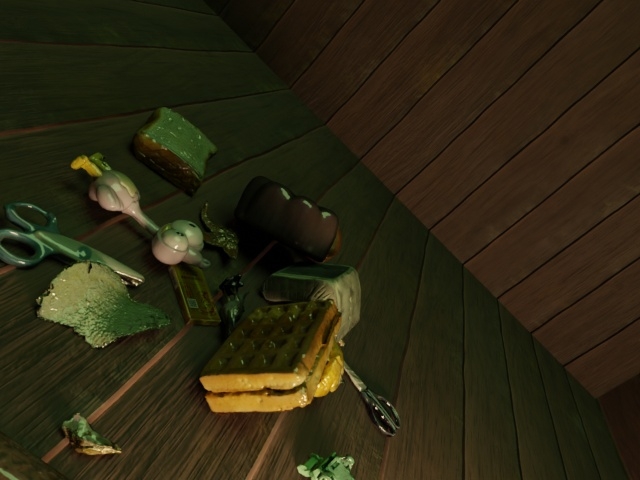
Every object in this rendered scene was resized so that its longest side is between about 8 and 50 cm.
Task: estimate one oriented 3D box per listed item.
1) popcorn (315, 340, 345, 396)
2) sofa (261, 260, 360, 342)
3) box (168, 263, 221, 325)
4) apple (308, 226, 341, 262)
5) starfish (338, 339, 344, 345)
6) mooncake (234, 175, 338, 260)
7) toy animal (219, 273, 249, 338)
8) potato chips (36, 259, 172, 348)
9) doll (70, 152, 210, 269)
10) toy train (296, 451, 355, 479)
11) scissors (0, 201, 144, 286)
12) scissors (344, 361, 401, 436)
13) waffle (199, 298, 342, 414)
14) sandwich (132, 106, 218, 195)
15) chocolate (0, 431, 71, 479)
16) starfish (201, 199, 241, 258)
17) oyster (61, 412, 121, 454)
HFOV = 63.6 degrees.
[{"bbox_3d":[-0.008,0.293,1.218,0.152,0.149,0.167,17,4,8],"label":"popcorn"},{"bbox_3d":[-0.020,0.163,1.418,0.210,0.225,0.176,-27,118,-66],"label":"sofa"},{"bbox_3d":[-0.287,0.123,1.173,0.089,0.022,0.156,12,41,-50],"label":"box"},{"bbox_3d":[0.000,0.000,1.692,0.146,0.146,0.131,11,54,-53],"label":"apple"},{"bbox_3d":[0.011,0.238,1.432,0.150,0.053,0.209,41,27,7],"label":"starfish"},{"bbox_3d":[-0.091,-0.061,1.495,0.306,0.154,0.306,26,-1,1],"label":"mooncake"},{"bbox_3d":[-0.202,0.161,1.201,0.202,0.070,0.105,-95,166,-54],"label":"toy animal"},{"bbox_3d":[-0.390,0.124,0.960,0.228,0.059,0.167,41,31,-24],"label":"potato chips"},{"bbox_3d":[-0.398,-0.054,1.173,0.365,0.094,0.160,39,10,-8],"label":"doll"},{"bbox_3d":[0.031,0.499,1.046,0.149,0.081,0.099,57,25,11],"label":"toy train"},{"bbox_3d":[-0.472,0.027,0.995,0.289,0.041,0.138,30,40,-34],"label":"scissors"},{"bbox_3d":[0.108,0.394,1.396,0.300,0.022,0.109,49,27,12],"label":"scissors"},{"bbox_3d":[-0.090,0.229,1.093,0.328,0.224,0.098,-56,137,-65],"label":"waffle"},{"bbox_3d":[-0.417,-0.272,1.504,0.226,0.087,0.251,35,26,-21],"label":"sandwich"},{"bbox_3d":[-0.392,0.308,0.659,0.329,0.065,0.102,41,25,-7],"label":"chocolate"},{"bbox_3d":[-0.277,-0.025,1.398,0.138,0.050,0.247,39,14,-22],"label":"starfish"},{"bbox_3d":[-0.349,0.302,0.780,0.093,0.034,0.051,36,7,6],"label":"oyster"}]
